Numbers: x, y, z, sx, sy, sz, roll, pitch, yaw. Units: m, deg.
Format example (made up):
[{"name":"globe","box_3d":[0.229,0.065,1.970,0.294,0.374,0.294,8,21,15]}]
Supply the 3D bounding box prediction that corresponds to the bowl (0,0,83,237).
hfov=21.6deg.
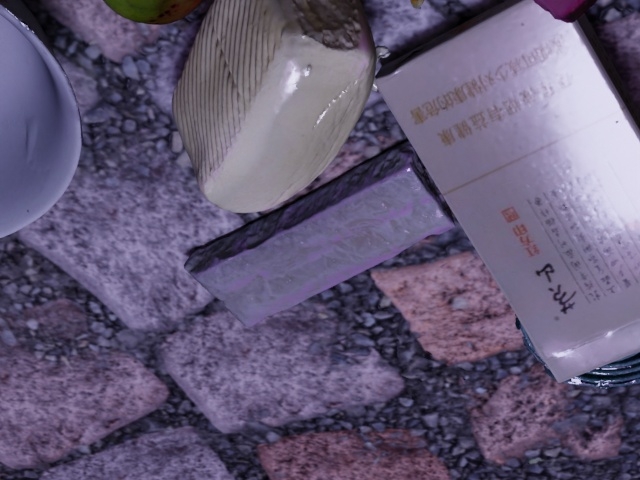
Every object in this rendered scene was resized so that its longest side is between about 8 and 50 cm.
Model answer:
[{"name":"bowl","box_3d":[-0.377,-0.163,1.549,0.345,0.157,0.346,2,135,2]}]

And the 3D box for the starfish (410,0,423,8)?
[{"name":"starfish","box_3d":[0.039,-0.315,1.393,0.357,0.078,0.347,-26,133,9]}]

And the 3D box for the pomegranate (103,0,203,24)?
[{"name":"pomegranate","box_3d":[-0.148,-0.255,1.482,0.130,0.130,0.130,2,135,2]}]

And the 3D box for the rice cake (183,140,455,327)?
[{"name":"rice cake","box_3d":[0.002,0.001,1.763,0.298,0.050,0.106,-26,128,26]}]

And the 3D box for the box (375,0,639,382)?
[{"name":"box","box_3d":[0.228,-0.051,1.608,0.204,0.051,0.365,-26,105,25]}]

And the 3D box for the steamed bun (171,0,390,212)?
[{"name":"steamed bun","box_3d":[-0.030,-0.142,1.553,0.152,0.170,0.239,4,137,-27]}]

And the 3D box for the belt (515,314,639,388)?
[{"name":"belt","box_3d":[0.311,0.045,1.743,0.206,0.116,0.267,33,128,-11]}]

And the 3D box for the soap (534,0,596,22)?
[{"name":"soap","box_3d":[0.228,-0.348,1.300,0.325,0.127,0.220,-46,129,14]}]
